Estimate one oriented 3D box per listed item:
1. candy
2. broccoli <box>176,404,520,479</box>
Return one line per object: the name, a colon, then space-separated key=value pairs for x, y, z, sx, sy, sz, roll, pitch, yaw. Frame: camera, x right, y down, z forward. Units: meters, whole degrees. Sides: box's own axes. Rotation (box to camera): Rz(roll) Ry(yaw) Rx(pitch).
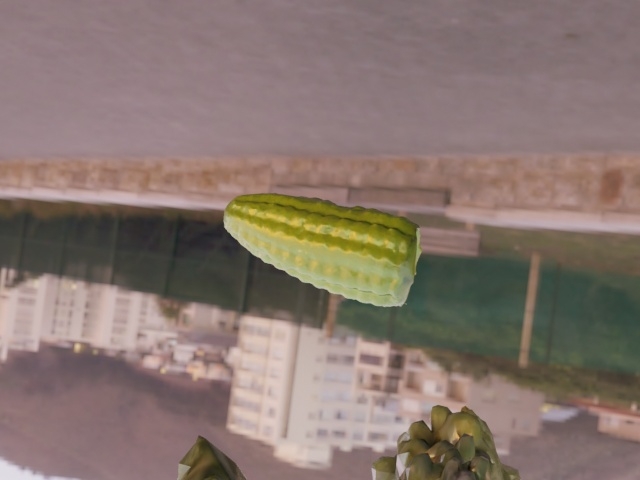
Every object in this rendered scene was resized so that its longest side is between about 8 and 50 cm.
candy: x=0.000 y=0.000 z=1.169 sx=0.210 sy=0.096 sz=0.097 roll=17 pitch=180 yaw=12
broccoli: x=0.024 y=0.252 z=0.479 sx=0.317 sy=0.277 sz=0.338 roll=52 pitch=170 yaw=26
